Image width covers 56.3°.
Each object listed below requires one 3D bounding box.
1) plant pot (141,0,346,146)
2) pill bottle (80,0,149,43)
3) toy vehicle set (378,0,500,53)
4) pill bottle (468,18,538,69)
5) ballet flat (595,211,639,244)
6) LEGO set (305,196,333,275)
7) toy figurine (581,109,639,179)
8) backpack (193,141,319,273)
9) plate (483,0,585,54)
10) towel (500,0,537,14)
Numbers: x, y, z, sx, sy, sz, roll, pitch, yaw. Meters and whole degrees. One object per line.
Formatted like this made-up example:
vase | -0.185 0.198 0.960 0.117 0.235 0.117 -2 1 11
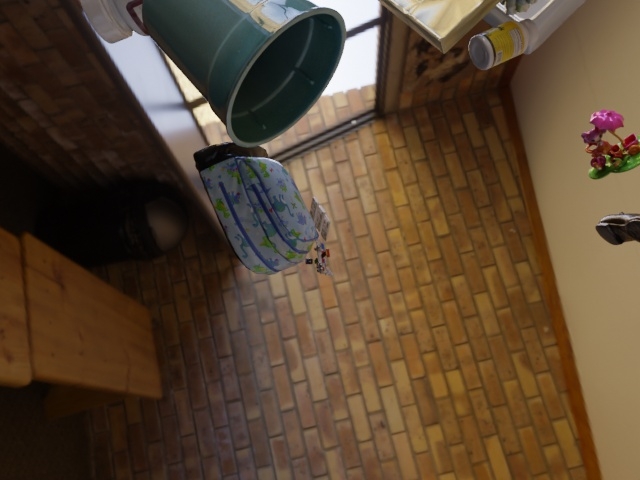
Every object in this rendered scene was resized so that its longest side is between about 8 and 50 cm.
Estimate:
plant pot | -0.182 -0.436 1.287 0.334 0.341 0.341 42 -12 15
pill bottle | -0.440 -0.698 1.637 0.224 0.392 0.224 -18 90 -83
toy vehicle set | 0.201 -0.485 1.113 0.267 0.166 0.035 50 5 27
pill bottle | 0.336 -0.362 1.092 0.065 0.116 0.065 58 -15 25
ballet flat | 0.585 -0.023 1.074 0.084 0.058 0.250 50 -1 -4
LEGO set | 0.000 0.000 2.019 0.182 0.060 0.244 -122 -143 -54
toy figurine | 0.743 -0.263 1.558 0.159 0.173 0.130 42 34 -23
backpack | -0.163 -0.082 1.623 0.290 0.273 0.356 -1 81 -74
plate | 0.520 -0.637 1.465 0.045 0.277 0.278 23 28 -55
towel | 0.403 -0.655 1.100 0.320 0.090 0.374 -54 148 -37
